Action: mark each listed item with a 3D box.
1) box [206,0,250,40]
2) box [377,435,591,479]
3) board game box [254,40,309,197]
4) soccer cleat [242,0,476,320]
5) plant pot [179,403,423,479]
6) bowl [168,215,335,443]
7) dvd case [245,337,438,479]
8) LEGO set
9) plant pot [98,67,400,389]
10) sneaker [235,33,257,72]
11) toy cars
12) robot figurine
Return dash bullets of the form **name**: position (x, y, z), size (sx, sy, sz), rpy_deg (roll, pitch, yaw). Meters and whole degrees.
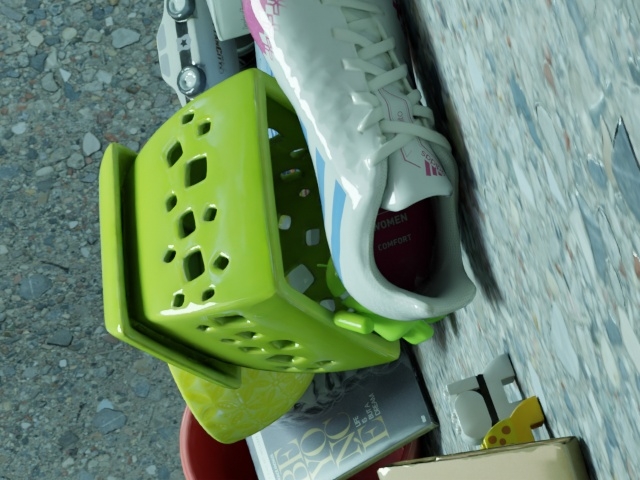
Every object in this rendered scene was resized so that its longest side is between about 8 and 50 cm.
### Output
- **box**: position (-0.067, -0.307, 1.689), size (0.182, 0.119, 0.181), rpy_deg (83, 169, -66)
- **box**: position (0.130, 0.236, 1.270), size (0.164, 0.021, 0.201), rpy_deg (-15, 94, 42)
- **board game box**: position (-0.043, -0.177, 2.069), size (0.145, 0.027, 0.281), rpy_deg (-157, 61, -78)
- **soccer cleat**: position (0.040, -0.095, 1.370), size (0.143, 0.116, 0.331), rpy_deg (21, 132, 64)
- **plant pot**: position (0.003, 0.259, 2.219), size (0.243, 0.275, 0.275), rpy_deg (59, -170, -60)
- **bowl**: position (-0.063, 0.053, 1.994), size (0.289, 0.156, 0.289), rpy_deg (-17, -90, -77)
- **dvd case**: position (0.010, 0.179, 2.064), size (0.018, 0.221, 0.164), rpy_deg (25, -142, -52)
- **LEGO set**: position (0.126, 0.188, 1.337), size (0.087, 0.093, 0.227), rpy_deg (84, 168, -68)
- **plant pot**: position (-0.076, 0.006, 1.750), size (0.227, 0.207, 0.228), rpy_deg (31, -133, -53)
- **sneaker**: position (-0.077, -0.234, 2.405), size (0.124, 0.107, 0.283), rpy_deg (58, 178, 6)
- **toy cars**: position (-0.095, -0.126, 2.212), size (0.394, 0.087, 0.176), rpy_deg (59, -147, -19)
- **robot figurine**: position (0.054, 0.041, 1.646), size (0.115, 0.101, 0.067), rpy_deg (40, 163, -6)
